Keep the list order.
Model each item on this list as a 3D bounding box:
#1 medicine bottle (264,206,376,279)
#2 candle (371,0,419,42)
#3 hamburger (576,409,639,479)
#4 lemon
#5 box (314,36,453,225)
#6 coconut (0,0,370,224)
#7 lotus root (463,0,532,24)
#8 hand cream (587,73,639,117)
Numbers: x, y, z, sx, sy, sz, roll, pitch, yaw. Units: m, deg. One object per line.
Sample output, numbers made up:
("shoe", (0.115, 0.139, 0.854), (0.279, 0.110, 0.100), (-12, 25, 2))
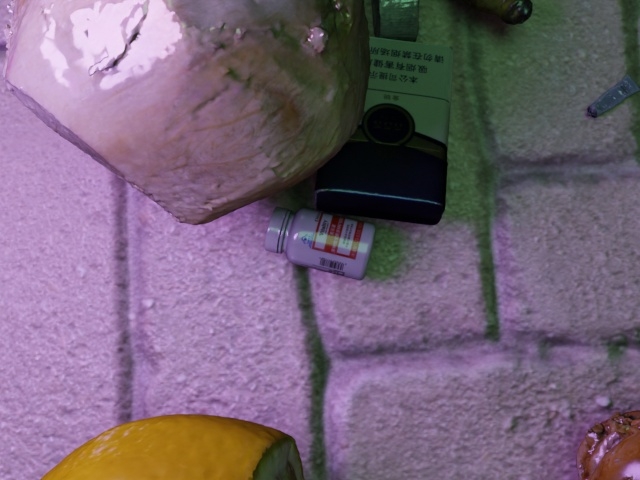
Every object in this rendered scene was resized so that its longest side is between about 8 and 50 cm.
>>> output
("medicine bottle", (0.000, 0.000, 0.849), (0.140, 0.079, 0.079), (14, 81, 3))
("candle", (0.105, -0.385, 0.888), (0.068, 0.192, 0.169), (-2, 36, 1))
("hamburger", (0.416, 0.299, 0.713), (0.245, 0.211, 0.260), (42, 107, 14))
("lemon", (-0.180, 0.357, 0.666), (0.364, 0.364, 0.365), (0, 80, 1))
("box", (0.089, -0.152, 0.851), (0.168, 0.071, 0.259), (7, 65, 1))
("coconut", (-0.111, -0.233, 0.700), (0.404, 0.404, 0.405), (0, 80, 1))
("lotus root", (0.239, -0.402, 0.896), (0.138, 0.138, 0.214), (-15, 83, -2))
("hand cream", (0.424, -0.207, 0.913), (0.093, 0.019, 0.030), (-36, 83, -8))
